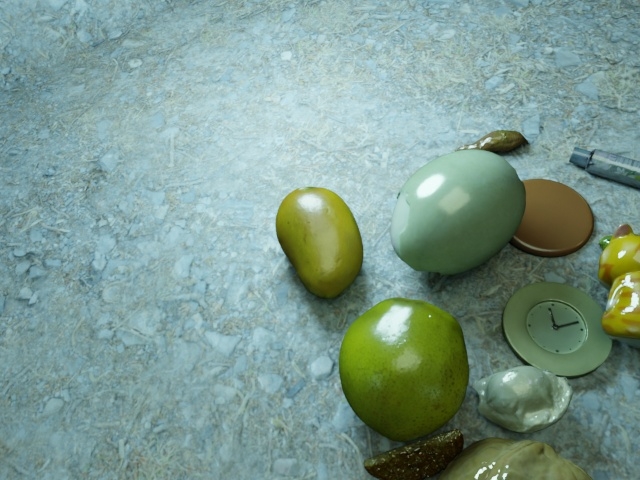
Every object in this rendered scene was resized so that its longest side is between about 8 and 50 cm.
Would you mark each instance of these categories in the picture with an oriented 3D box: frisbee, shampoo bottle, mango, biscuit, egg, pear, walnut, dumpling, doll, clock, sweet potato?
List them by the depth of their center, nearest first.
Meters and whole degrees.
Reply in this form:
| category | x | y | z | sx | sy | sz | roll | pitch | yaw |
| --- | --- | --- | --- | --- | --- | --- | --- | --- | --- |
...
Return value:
| category | x | y | z | sx | sy | sz | roll | pitch | yaw |
| --- | --- | --- | --- | --- | --- | --- | --- | --- | --- |
| walnut | 0.336 | 0.498 | 0.814 | 0.252 | 0.277 | 0.313 | 44 | 67 | -5 |
| biscuit | 0.199 | 0.451 | 0.943 | 0.206 | 0.126 | 0.025 | -22 | 33 | 7 |
| pear | 0.170 | 0.266 | 0.976 | 0.294 | 0.294 | 0.294 | -4 | 59 | 7 |
| dumpling | 0.424 | 0.338 | 0.981 | 0.199 | 0.118 | 0.136 | -8 | 54 | 30 |
| doll | 0.705 | 0.114 | 1.026 | 0.166 | 0.162 | 0.270 | 21 | 54 | -24 |
| clock | 0.549 | 0.205 | 1.086 | 0.235 | 0.029 | 0.235 | -5 | 58 | 7 |
| egg | 0.316 | -0.061 | 1.133 | 0.336 | 0.278 | 0.278 | -30 | 60 | -12 |
| mango | 0.000 | 0.000 | 1.215 | 0.211 | 0.173 | 0.317 | -19 | 65 | -2 |
| frisbee | 0.596 | -0.068 | 1.242 | 0.250 | 0.021 | 0.251 | -4 | 58 | 6 |
| shampoo bottle | 0.792 | -0.201 | 1.258 | 0.214 | 0.072 | 0.072 | 24 | 66 | 22 |
| sweet potato | 0.502 | -0.288 | 1.360 | 0.226 | 0.068 | 0.068 | -8 | 59 | 5 |

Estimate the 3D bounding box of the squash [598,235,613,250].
| category | x | y | z | sx | sy | sz | roll | pitch | yaw |
| --- | --- | --- | --- | --- | --- | --- | --- | --- | --- |
| squash | 0.788 | 0.016 | 1.145 | 0.183 | 0.052 | 0.052 | 7 | 61 | 9 |
